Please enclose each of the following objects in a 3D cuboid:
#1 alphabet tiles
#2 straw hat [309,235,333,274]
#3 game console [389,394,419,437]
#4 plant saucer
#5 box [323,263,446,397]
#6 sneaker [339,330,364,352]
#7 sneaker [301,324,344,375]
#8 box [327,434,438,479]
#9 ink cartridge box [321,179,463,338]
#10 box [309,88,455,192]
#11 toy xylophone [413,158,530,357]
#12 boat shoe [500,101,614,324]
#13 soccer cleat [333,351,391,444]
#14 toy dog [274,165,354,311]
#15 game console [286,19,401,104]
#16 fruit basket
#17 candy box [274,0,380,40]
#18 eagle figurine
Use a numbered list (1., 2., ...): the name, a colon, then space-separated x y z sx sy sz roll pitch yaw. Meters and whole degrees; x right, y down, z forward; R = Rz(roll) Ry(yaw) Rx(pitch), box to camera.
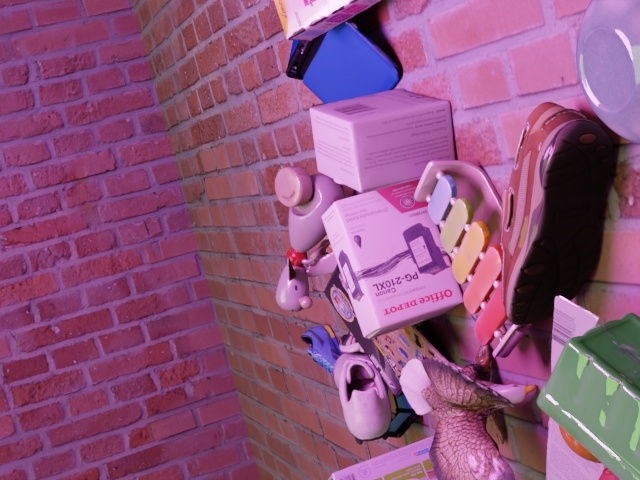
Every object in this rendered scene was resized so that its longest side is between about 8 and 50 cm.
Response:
1. alphabet tiles: 0.169 0.221 1.992 0.237 0.009 0.198 46 154 33
2. straw hat: 0.009 0.044 2.424 0.144 0.061 0.145 163 90 -72
3. game console: 0.156 0.350 2.243 0.071 0.107 0.122 46 163 -5
4. plant saucer: 0.348 -0.202 1.253 0.195 0.037 0.195 163 90 -73
5. box: 0.121 0.156 2.107 0.270 0.060 0.216 56 157 15
6. sneaker: 0.095 0.202 2.324 0.178 0.072 0.077 -12 82 64
7. sneaker: 0.020 0.290 2.573 0.069 0.082 0.209 94 152 -43
8. box: 0.172 0.517 2.029 0.127 0.262 0.231 110 139 -62
9. ink cartridge box: 0.126 0.033 1.887 0.100 0.172 0.237 134 118 -69
10. box: 0.101 -0.169 1.776 0.181 0.181 0.119 -147 46 -63
11. toy xylophone: 0.248 0.036 1.679 0.236 0.081 0.323 99 150 -53
12. boat shoe: 0.301 -0.037 1.429 0.120 0.122 0.324 -119 30 -48
13. soccer cleat: 0.089 0.288 2.246 0.331 0.116 0.143 -107 6 -67
14. toy dog: 0.000 0.000 2.199 0.161 0.220 0.334 32 140 43
15. game console: 0.052 -0.382 1.991 0.293 0.173 0.250 133 150 -69
16. fruit basket: 0.401 0.278 1.328 0.327 0.165 0.353 43 151 49
17. candy box: 0.023 -0.448 1.761 0.233 0.071 0.159 -23 82 38
18. eagle figurine: 0.235 0.269 1.701 0.226 0.298 0.225 40 113 3
